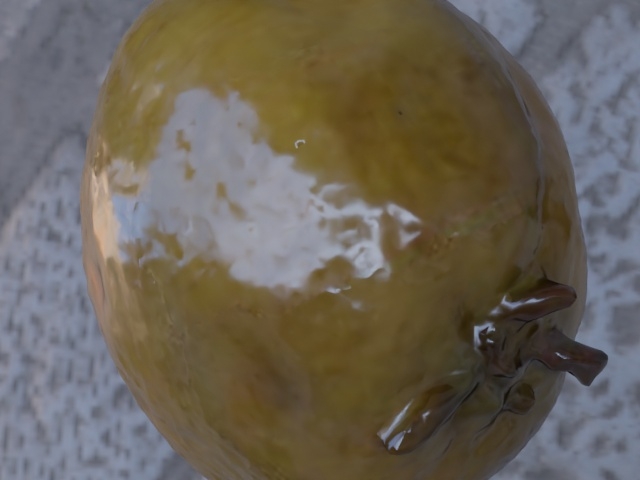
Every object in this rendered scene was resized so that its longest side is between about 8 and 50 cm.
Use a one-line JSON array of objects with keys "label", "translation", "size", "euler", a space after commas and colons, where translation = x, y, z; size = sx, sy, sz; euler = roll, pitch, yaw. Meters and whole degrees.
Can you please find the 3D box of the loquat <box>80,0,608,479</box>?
[{"label": "loquat", "translation": [0.000, 0.000, 0.671], "size": [0.238, 0.193, 0.238], "euler": [48, 149, 41]}]
